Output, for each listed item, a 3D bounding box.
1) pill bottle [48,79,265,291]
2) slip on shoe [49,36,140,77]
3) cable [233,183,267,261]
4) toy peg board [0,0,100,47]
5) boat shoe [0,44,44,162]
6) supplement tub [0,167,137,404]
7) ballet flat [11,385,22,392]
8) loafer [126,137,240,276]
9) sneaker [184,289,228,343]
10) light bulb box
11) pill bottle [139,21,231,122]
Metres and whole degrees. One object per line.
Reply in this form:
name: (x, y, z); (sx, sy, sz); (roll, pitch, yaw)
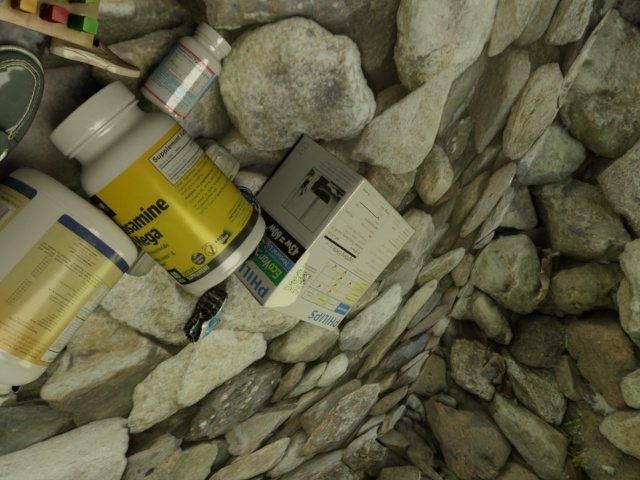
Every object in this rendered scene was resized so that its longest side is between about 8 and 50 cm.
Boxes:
pill bottle: (-0.264, -0.086, 0.805); (0.188, 0.188, 0.334); (-44, 113, -7)
slip on shoe: (-0.343, -0.289, 0.747); (0.135, 0.051, 0.041); (6, 106, -42)
cable: (-0.201, -0.037, 1.066); (0.150, 0.184, 0.047); (-16, -175, 13)
toy peg board: (-0.351, -0.351, 0.615); (0.160, 0.079, 0.161); (4, 106, -46)
boat shoe: (-0.496, -0.129, 0.684); (0.319, 0.099, 0.116); (-50, 144, 2)
supplement tub: (-0.467, 0.073, 0.733); (0.316, 0.228, 0.228); (-56, 148, -21)
ballet flat: (-0.599, 0.227, 0.952); (0.057, 0.049, 0.173); (-12, 131, -41)
loafer: (-0.279, -0.054, 0.976); (0.319, 0.112, 0.111); (-52, 136, 4)
sneaker: (-0.289, 0.192, 1.258); (0.162, 0.063, 0.073); (-54, 162, 15)
light bulb box: (0.000, 0.000, 1.226); (0.361, 0.225, 0.358); (-51, 145, 4)
pill bottle: (-0.228, -0.290, 0.829); (0.160, 0.087, 0.087); (-51, 145, 2)
